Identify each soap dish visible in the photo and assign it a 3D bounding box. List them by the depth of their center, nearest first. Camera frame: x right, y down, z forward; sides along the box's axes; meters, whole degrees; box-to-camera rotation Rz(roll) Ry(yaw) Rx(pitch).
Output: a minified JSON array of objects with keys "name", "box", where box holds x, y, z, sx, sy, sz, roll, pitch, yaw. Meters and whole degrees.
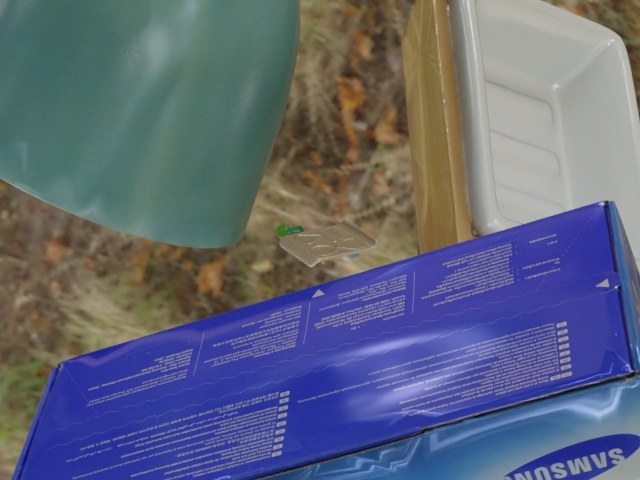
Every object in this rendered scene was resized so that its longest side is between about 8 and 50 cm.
[{"name":"soap dish","box":[0.185,-0.083,1.433,0.118,0.229,0.291,-37,47,46]}]

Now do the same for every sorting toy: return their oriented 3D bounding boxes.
[{"name":"sorting toy","box":[0.000,0.000,1.246,0.083,0.062,0.012,33,134,54]}]

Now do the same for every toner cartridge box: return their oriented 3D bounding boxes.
[{"name":"toner cartridge box","box":[0.007,0.095,0.844,0.347,0.075,0.165,-17,30,15]}]

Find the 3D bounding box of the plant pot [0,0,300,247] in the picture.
[{"name":"plant pot","box":[-0.152,-0.166,1.307,0.293,0.293,0.235,38,110,39]}]
